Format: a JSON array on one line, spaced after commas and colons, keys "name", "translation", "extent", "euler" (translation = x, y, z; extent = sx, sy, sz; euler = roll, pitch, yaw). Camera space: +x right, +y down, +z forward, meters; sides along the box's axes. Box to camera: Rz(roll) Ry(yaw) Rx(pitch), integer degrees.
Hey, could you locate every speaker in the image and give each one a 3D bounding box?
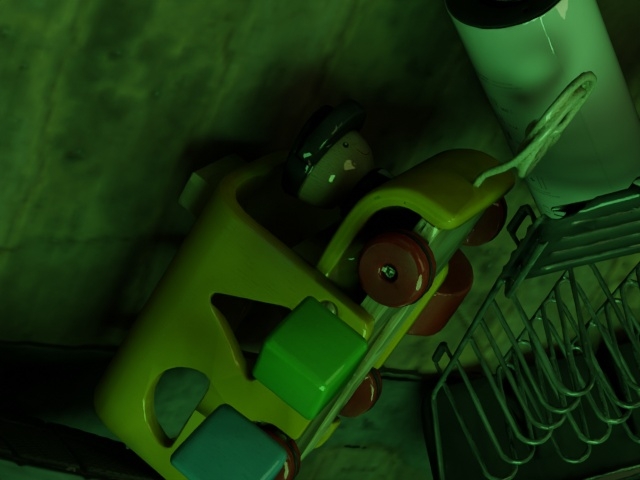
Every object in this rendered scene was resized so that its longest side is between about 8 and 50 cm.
[{"name": "speaker", "translation": [0.096, -0.059, 0.620], "extent": [0.055, 0.055, 0.136], "euler": [-29, 134, 4]}]

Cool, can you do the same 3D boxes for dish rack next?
[{"name": "dish rack", "translation": [0.157, 0.038, 0.662], "extent": [0.208, 0.074, 0.271], "euler": [-13, 159, -13]}]

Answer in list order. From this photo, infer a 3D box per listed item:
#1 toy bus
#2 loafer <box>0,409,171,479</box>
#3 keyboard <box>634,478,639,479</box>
[{"name": "toy bus", "translation": [-0.008, 0.010, 0.605], "extent": [0.202, 0.104, 0.191], "euler": [-49, 170, -19]}, {"name": "loafer", "translation": [-0.192, 0.106, 0.595], "extent": [0.303, 0.109, 0.095], "euler": [15, 90, -24]}, {"name": "keyboard", "translation": [0.156, 0.142, 0.837], "extent": [0.192, 0.038, 0.100], "euler": [7, 126, -29]}]
